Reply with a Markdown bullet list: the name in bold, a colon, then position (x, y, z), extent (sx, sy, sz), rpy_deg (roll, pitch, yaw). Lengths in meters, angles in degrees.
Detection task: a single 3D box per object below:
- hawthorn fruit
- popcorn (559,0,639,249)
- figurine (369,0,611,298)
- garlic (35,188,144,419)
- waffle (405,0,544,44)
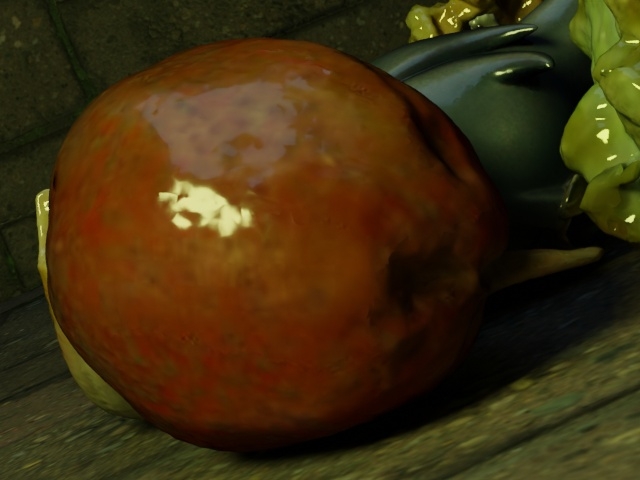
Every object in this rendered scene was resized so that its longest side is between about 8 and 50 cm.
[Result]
- **hawthorn fruit**: position (0.000, 0.000, 0.669), extent (0.262, 0.211, 0.210), rpy_deg (0, 18, 32)
- **popcorn**: position (0.217, -0.087, 0.670), extent (0.204, 0.184, 0.221), rpy_deg (11, 14, 15)
- **figurine**: position (0.125, -0.065, 0.853), extent (0.265, 0.175, 0.197), rpy_deg (-31, 12, -6)
- **garlic**: position (-0.106, 0.029, 0.887), extent (0.145, 0.164, 0.245), rpy_deg (-40, 2, -1)
- **waffle**: position (0.142, -0.113, 0.990), extent (0.249, 0.253, 0.056), rpy_deg (-14, 44, -34)
